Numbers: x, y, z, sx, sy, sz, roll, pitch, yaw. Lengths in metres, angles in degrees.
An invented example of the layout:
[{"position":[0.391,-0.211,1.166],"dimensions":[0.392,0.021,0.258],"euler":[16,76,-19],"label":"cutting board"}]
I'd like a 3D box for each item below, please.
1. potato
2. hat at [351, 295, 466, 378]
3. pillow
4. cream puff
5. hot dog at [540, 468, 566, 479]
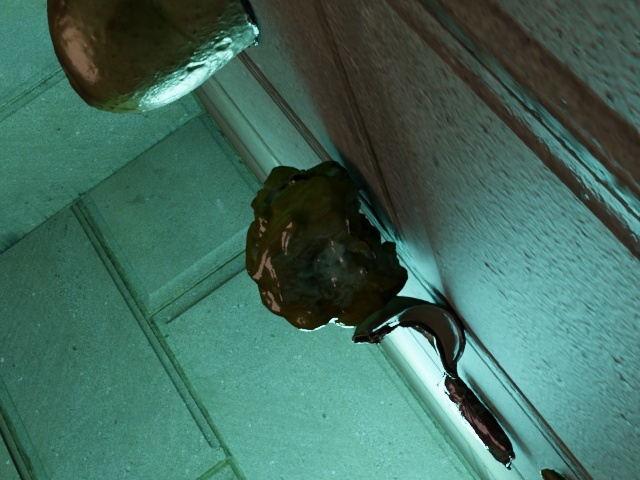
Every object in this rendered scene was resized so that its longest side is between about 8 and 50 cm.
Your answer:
[{"position":[-0.207,-0.255,1.008],"dimensions":[0.243,0.242,0.285],"euler":[55,174,-4],"label":"potato"},{"position":[0.133,0.101,1.113],"dimensions":[0.147,0.085,0.175],"euler":[23,155,-3],"label":"hat"},{"position":[0.245,0.276,1.387],"dimensions":[0.185,0.043,0.118],"euler":[50,169,25],"label":"pillow"},{"position":[-0.005,0.003,1.107],"dimensions":[0.221,0.194,0.195],"euler":[61,174,-30],"label":"cream puff"},{"position":[0.300,0.306,1.082],"dimensions":[0.037,0.021,0.083],"euler":[44,-177,-36],"label":"hot dog"}]
